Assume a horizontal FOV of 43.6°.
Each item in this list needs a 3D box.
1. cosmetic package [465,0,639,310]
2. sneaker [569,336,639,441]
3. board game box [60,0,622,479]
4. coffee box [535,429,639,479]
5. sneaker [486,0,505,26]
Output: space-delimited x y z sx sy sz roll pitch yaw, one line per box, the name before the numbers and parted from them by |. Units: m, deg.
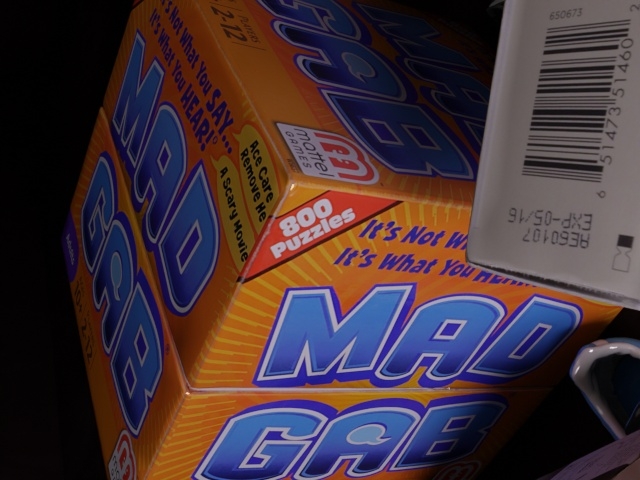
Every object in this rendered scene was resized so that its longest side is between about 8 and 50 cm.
cosmetic package | 0.235 -0.042 0.409 0.113 0.309 0.160 15 97 58
sneaker | 0.264 0.148 0.543 0.237 0.086 0.085 44 120 51
board game box | 0.000 0.000 0.738 0.356 0.357 0.356 -62 38 32
coffee box | 0.195 0.230 0.549 0.141 0.098 0.246 55 147 17
sneaker | 0.250 -0.231 0.638 0.271 0.100 0.108 -14 59 53
